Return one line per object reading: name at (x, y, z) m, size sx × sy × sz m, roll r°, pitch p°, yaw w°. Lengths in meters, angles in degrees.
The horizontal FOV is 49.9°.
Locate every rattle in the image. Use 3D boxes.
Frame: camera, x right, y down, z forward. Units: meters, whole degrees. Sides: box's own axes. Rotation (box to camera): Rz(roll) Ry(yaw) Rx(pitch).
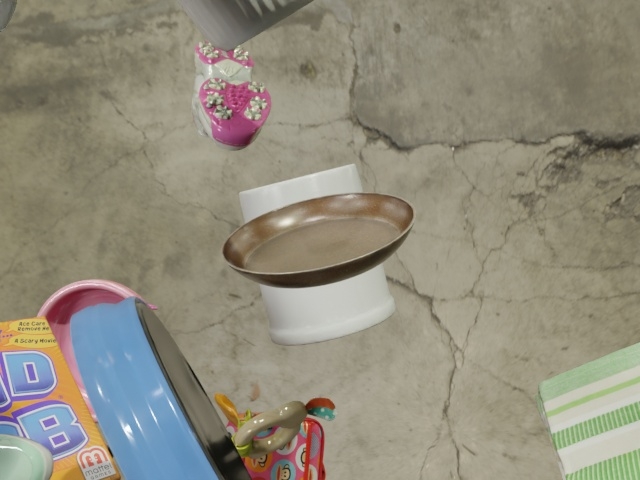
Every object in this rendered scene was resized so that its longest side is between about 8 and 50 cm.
rattle at (-0.080, 0.304, 1.272) m, size 0.200 × 0.130 × 0.142 m, roll -39°, pitch 36°, yaw 8°

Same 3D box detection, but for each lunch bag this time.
lunch bag at (-0.096, 0.536, 1.534) m, size 0.120 × 0.258 × 0.292 m, roll -12°, pitch 69°, yaw 51°

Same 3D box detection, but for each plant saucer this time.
plant saucer at (0.000, 0.000, 1.087) m, size 0.311 × 0.310 × 0.050 m, roll -11°, pitch 111°, yaw 8°
plant saucer at (-0.504, 0.251, 1.594) m, size 0.333 × 0.084 × 0.331 m, roll 1°, pitch 94°, yaw 13°

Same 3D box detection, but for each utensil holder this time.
utensil holder at (-0.014, 0.028, 1.732) m, size 0.328 × 0.327 × 0.385 m, roll -14°, pitch 95°, yaw 7°

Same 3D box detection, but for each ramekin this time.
ramekin at (-0.064, -0.300, 0.769) m, size 0.207 × 0.207 × 0.109 m, roll -32°, pitch 108°, yaw 1°

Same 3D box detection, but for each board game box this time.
board game box at (-0.635, 0.398, 1.188) m, size 0.356 × 0.356 × 0.356 m, roll 54°, pitch 125°, yaw 24°

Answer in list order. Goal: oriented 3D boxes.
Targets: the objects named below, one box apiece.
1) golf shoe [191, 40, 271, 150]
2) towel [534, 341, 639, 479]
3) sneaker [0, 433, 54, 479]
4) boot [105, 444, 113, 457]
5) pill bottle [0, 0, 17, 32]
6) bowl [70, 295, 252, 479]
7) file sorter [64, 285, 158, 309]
golf shoe at (-0.151, -0.208, 1.109) m, size 0.115 × 0.140 × 0.306 m, roll 7°, pitch 35°, yaw -17°
towel at (0.494, 0.318, 1.110) m, size 0.248 × 0.038 × 0.324 m, roll -28°, pitch 30°, yaw 20°
sneaker at (-0.482, 0.298, 0.864) m, size 0.256 × 0.151 × 0.094 m, roll 3°, pitch 82°, yaw -4°
boot at (-0.616, 0.578, 1.671) m, size 0.124 × 0.258 × 0.095 m, roll -6°, pitch 113°, yaw 24°
pill bottle at (-0.271, -0.275, 0.477) m, size 0.162 × 0.162 × 0.278 m, roll -14°, pitch 61°, yaw 7°
bowl at (-0.165, 0.239, 0.829) m, size 0.077 × 0.391 × 0.391 m, roll -30°, pitch 71°, yaw -10°
file sorter at (-0.568, 0.286, 1.798) m, size 0.182 × 0.202 × 0.290 m, roll 13°, pitch 87°, yaw 22°
